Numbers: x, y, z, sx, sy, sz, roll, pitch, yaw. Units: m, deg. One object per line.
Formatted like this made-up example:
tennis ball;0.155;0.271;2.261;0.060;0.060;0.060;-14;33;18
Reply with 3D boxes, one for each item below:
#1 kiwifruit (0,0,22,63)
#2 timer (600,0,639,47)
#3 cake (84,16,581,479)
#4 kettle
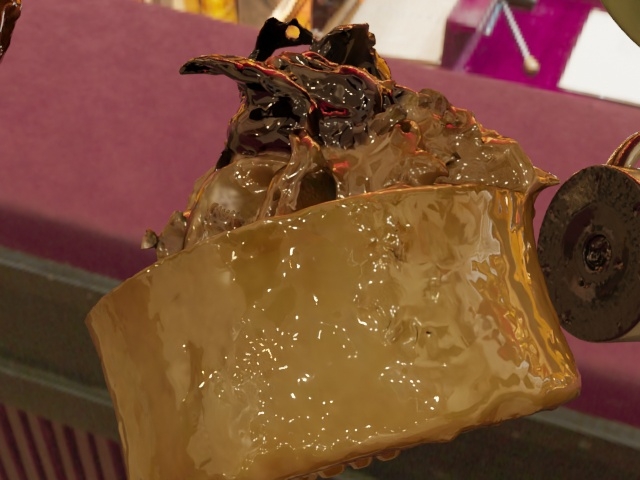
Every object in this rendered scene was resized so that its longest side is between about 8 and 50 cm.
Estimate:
kiwifruit;-0.212;-0.101;0.294;0.233;0.196;0.196;16;40;-18
timer;0.323;-0.275;0.571;0.290;0.315;0.291;-2;72;5
cake;-0.008;0.003;0.673;0.332;0.332;0.321;-12;75;-13
kettle;0.346;-0.010;0.924;0.236;0.161;0.221;2;65;-25
